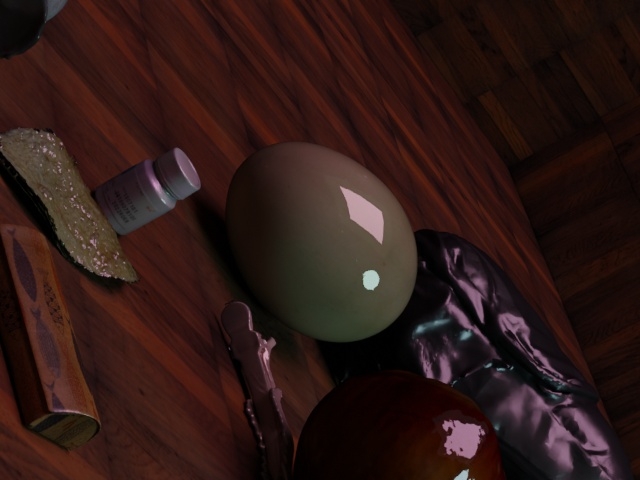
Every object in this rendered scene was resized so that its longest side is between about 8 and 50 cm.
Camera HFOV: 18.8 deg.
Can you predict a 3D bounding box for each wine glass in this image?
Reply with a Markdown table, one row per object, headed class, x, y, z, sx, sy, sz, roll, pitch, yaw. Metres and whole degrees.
| class | x | y | z | sx | sy | sz | roll | pitch | yaw |
| --- | --- | --- | --- | --- | --- | --- | --- | --- | --- |
| wine glass | -0.271 | -0.236 | 1.718 | 0.103 | 0.103 | 0.222 | 58 | 13 | -16 |

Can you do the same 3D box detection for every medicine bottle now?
| class | x | y | z | sx | sy | sz | roll | pitch | yaw |
| --- | --- | --- | --- | --- | --- | --- | --- | --- | --- |
| medicine bottle | -0.158 | -0.045 | 1.767 | 0.052 | 0.089 | 0.052 | 57 | 13 | -21 |

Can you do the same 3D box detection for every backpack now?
| class | x | y | z | sx | sy | sz | roll | pitch | yaw |
| --- | --- | --- | --- | --- | --- | --- | --- | --- | --- |
| backpack | 0.205 | 0.212 | 2.295 | 0.446 | 0.255 | 0.363 | 50 | 8 | 16 |

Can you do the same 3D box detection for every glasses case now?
| class | x | y | z | sx | sy | sz | roll | pitch | yaw |
| --- | --- | --- | --- | --- | --- | --- | --- | --- | --- |
| glasses case | -0.208 | 0.068 | 1.441 | 0.064 | 0.041 | 0.170 | 41 | 24 | -56 |

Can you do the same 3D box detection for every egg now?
| class | x | y | z | sx | sy | sz | roll | pitch | yaw |
| --- | --- | --- | --- | --- | --- | --- | --- | --- | --- |
| egg | 0.000 | 0.000 | 2.072 | 0.242 | 0.186 | 0.186 | 54 | 14 | -18 |

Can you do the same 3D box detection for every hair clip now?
| class | x | y | z | sx | sy | sz | roll | pitch | yaw |
| --- | --- | --- | --- | --- | --- | --- | --- | --- | --- |
| hair clip | -0.051 | 0.162 | 1.872 | 0.072 | 0.034 | 0.226 | 49 | 18 | -47 |

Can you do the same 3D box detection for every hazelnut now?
| class | x | y | z | sx | sy | sz | roll | pitch | yaw |
| --- | --- | --- | --- | --- | --- | --- | --- | --- | --- |
| hazelnut | 0.066 | 0.228 | 1.790 | 0.251 | 0.217 | 0.217 | 113 | -44 | -63 |

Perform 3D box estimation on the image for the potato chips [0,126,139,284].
| class | x | y | z | sx | sy | sz | roll | pitch | yaw |
| --- | --- | --- | --- | --- | --- | --- | --- | --- | --- |
| potato chips | -0.219 | -0.035 | 1.664 | 0.209 | 0.026 | 0.142 | 34 | 33 | -60 |
